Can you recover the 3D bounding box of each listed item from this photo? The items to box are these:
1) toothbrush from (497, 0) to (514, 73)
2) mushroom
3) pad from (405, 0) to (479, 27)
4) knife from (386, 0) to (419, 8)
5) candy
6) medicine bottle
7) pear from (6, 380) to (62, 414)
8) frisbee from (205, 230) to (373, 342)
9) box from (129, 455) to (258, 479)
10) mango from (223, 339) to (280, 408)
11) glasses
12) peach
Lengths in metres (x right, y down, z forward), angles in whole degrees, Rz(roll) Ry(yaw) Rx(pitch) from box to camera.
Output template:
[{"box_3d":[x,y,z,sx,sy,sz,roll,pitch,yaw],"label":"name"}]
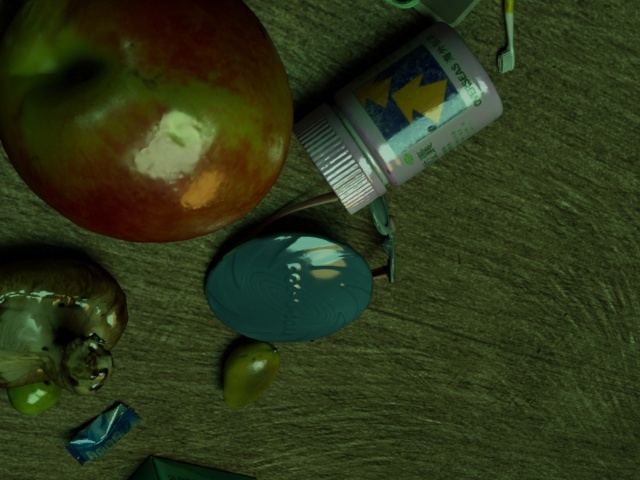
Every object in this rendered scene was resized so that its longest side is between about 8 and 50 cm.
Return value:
[{"box_3d":[0.295,-0.378,1.871,0.024,0.021,0.288,-30,141,-20],"label":"toothbrush"},{"box_3d":[-0.430,0.145,1.813,0.267,0.254,0.267,1,128,2],"label":"mushroom"},{"box_3d":[0.175,-0.429,1.768,0.176,0.002,0.266,-47,137,16],"label":"pad"},{"box_3d":[0.040,-0.393,1.704,0.293,0.020,0.043,19,126,-42],"label":"knife"},{"box_3d":[-0.389,0.348,2.143,0.136,0.038,0.088,-36,143,-10],"label":"candy"},{"box_3d":[0.117,-0.187,1.832,0.290,0.178,0.178,-34,139,2],"label":"medicine bottle"},{"box_3d":[-0.476,0.244,1.958,0.097,0.092,0.092,-34,141,27],"label":"pear"},{"box_3d":[-0.052,0.095,2.027,0.289,0.049,0.289,-3,137,-3],"label":"frisbee"},{"box_3d":[-0.265,0.554,2.355,0.311,0.118,0.205,22,113,-44],"label":"box"},{"box_3d":[-0.132,0.245,2.173,0.103,0.076,0.161,-4,135,-35],"label":"mango"},{"box_3d":[0.000,0.000,2.050,0.268,0.118,0.234,-11,140,6],"label":"glasses"},{"box_3d":[-0.211,-0.171,1.514,0.388,0.388,0.388,-17,136,-17],"label":"peach"}]
